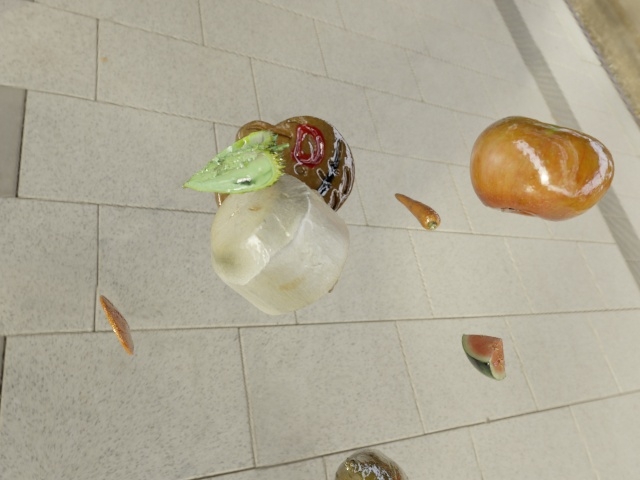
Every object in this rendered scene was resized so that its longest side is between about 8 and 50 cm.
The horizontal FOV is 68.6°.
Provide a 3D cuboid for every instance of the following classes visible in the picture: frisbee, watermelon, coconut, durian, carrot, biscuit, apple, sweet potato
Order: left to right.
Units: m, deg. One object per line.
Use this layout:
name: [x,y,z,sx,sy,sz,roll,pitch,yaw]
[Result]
frisbee: [-0.568,0.236,1.331,0.035,0.192,0.192,-28,80,-21]
durian: [-0.112,-0.115,0.704,0.100,0.215,0.086,-30,101,-56]
coconut: [-0.066,0.018,0.880,0.266,0.238,0.237,41,43,-44]
biscuit: [-0.084,-0.156,1.147,0.367,0.063,0.314,-41,114,-14]
sweet potato: [0.104,0.496,0.926,0.158,0.369,0.157,-3,59,6]
carrot: [0.299,-0.101,1.458,0.061,0.061,0.256,12,24,-25]
watermelon: [0.388,0.258,1.109,0.125,0.094,0.135,29,15,-42]
apple: [0.389,-0.122,0.853,0.211,0.173,0.235,13,12,-39]

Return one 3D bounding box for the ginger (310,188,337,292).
ginger: [0.003,-0.005,1.030,0.059,0.133,0.213,-10,109,-21]
